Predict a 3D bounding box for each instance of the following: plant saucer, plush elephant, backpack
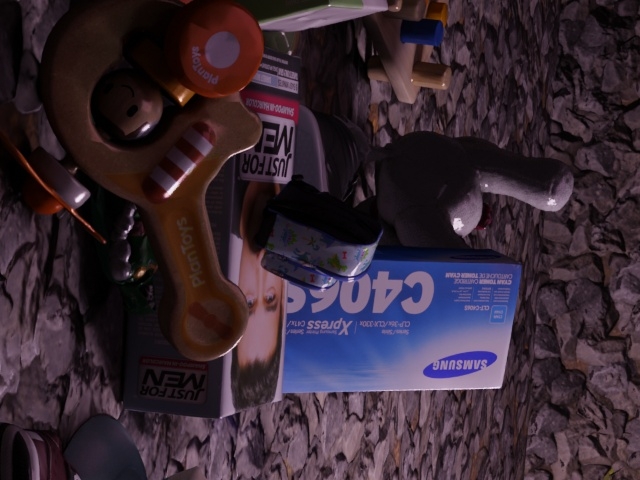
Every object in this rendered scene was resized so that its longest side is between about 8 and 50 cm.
[{"bbox_3d":[-0.204,0.267,1.486,0.195,0.037,0.195,5,90,-71],"label":"plant saucer"},{"bbox_3d":[0.133,-0.017,2.126,0.272,0.330,0.255,-56,169,-28],"label":"plush elephant"},{"bbox_3d":[0.000,0.000,1.564,0.105,0.114,0.084,-51,160,-63],"label":"backpack"}]

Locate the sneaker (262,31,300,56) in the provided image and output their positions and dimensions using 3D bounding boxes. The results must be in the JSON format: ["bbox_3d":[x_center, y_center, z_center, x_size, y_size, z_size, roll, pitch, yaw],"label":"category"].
[{"bbox_3d":[-0.078,-0.276,1.716,0.086,0.064,0.192,-60,142,-53],"label":"sneaker"}]

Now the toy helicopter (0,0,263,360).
[{"bbox_3d":[-0.153,-0.043,1.360,0.235,0.140,0.355,-25,117,-22],"label":"toy helicopter"}]

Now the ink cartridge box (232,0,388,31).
[{"bbox_3d":[-0.044,-0.400,1.592,0.207,0.119,0.353,-21,100,-69],"label":"ink cartridge box"}]

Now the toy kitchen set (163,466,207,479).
[{"bbox_3d":[-0.154,0.363,1.547,0.207,0.166,0.122,60,23,-18],"label":"toy kitchen set"}]

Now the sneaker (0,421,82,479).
[{"bbox_3d":[-0.238,0.289,1.288,0.162,0.106,0.281,9,85,-74],"label":"sneaker"}]

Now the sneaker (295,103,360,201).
[{"bbox_3d":[-0.001,-0.028,1.919,0.147,0.105,0.295,-18,107,-65],"label":"sneaker"}]

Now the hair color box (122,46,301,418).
[{"bbox_3d":[-0.108,-0.014,1.596,0.185,0.114,0.374,-1,96,-72],"label":"hair color box"}]

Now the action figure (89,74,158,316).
[{"bbox_3d":[-0.177,-0.042,1.466,0.137,0.063,0.232,-20,111,-61],"label":"action figure"}]

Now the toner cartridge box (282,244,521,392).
[{"bbox_3d":[0.068,0.092,1.839,0.348,0.075,0.165,1,104,-29],"label":"toner cartridge box"}]

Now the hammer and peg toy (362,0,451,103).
[{"bbox_3d":[0.113,-0.378,2.138,0.361,0.127,0.266,57,48,-61],"label":"hammer and peg toy"}]
